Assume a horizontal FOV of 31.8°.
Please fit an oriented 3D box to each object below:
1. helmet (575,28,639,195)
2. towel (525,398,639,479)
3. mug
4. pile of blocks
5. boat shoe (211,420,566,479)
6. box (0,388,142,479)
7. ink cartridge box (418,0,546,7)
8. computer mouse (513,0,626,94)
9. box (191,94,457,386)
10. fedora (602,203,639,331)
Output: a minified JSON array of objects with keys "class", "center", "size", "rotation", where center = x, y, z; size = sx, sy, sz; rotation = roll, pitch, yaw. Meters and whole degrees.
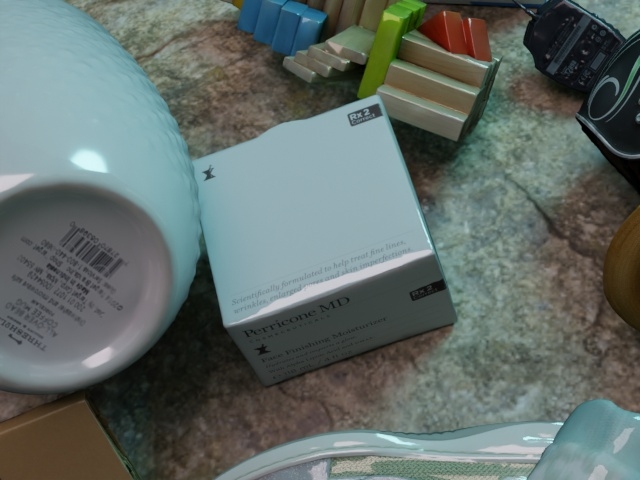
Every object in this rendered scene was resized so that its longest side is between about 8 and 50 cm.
[{"class":"helmet","center":[0.308,-0.107,0.908],"size":[0.161,0.169,0.169],"rotation":[-41,54,10]},{"class":"towel","center":[0.162,0.308,0.572],"size":[0.090,0.374,0.320],"rotation":[5,56,54]},{"class":"mug","center":[-0.258,-0.066,0.873],"size":[0.276,0.374,0.328],"rotation":[-36,33,-3]},{"class":"pile of blocks","center":[0.021,-0.223,1.062],"size":[0.362,0.112,0.149],"rotation":[34,30,33]},{"class":"boat shoe","center":[0.060,0.205,0.814],"size":[0.321,0.118,0.103],"rotation":[-6,52,6]},{"class":"box","center":[-0.237,0.214,0.874],"size":[0.201,0.164,0.021],"rotation":[-22,30,2]},{"class":"ink cartridge box","center":[0.175,-0.344,1.150],"size":[0.148,0.086,0.203],"rotation":[8,61,22]},{"class":"computer mouse","center":[0.192,-0.215,1.055],"size":[0.242,0.041,0.071],"rotation":[40,105,14]},{"class":"box","center":[0.000,0.000,0.961],"size":[0.181,0.119,0.181],"rotation":[-20,54,5]},{"class":"fedora","center":[0.302,-0.005,0.845],"size":[0.194,0.194,0.079],"rotation":[-16,39,7]}]
